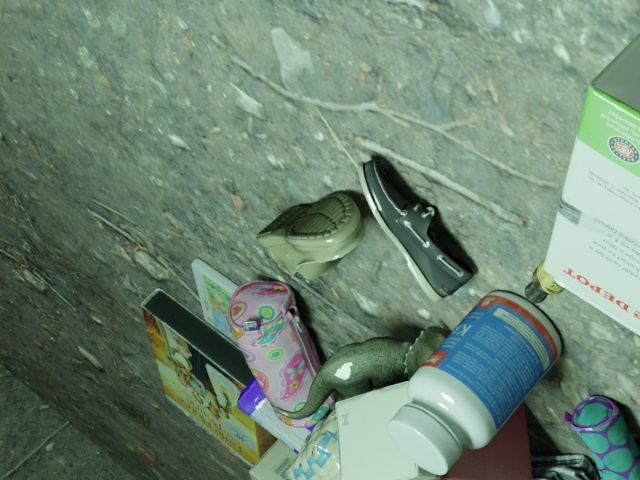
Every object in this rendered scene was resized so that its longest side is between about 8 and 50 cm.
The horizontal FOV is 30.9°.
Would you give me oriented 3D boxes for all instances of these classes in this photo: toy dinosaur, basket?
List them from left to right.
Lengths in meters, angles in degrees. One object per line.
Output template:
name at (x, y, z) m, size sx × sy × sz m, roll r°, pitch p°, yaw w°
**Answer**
toy dinosaur at (0.079, 0.182, 1.648) m, size 0.314 × 0.121 × 0.160 m, roll -4°, pitch 148°, yaw 13°
basket at (0.108, 0.399, 1.905) m, size 0.289 × 0.201 × 0.255 m, roll 42°, pitch 146°, yaw 2°

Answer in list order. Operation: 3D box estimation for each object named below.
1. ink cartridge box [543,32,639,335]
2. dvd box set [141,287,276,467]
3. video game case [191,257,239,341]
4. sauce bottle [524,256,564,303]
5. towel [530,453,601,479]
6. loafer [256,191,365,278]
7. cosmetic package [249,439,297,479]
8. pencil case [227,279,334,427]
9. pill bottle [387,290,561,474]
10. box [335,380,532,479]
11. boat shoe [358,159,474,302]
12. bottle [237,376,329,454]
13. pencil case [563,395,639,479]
ink cartridge box at (0.324, -0.029, 1.018) m, size 0.198 × 0.115 × 0.272 m, roll 35°, pitch 153°, yaw 22°
dvd box set at (-0.230, 0.307, 2.459) m, size 0.308 × 0.062 × 0.420 m, roll 35°, pitch 153°, yaw 21°
video game case at (-0.143, 0.144, 2.118) m, size 0.212 × 0.023 × 0.193 m, roll 33°, pitch 153°, yaw 24°
sauce bottle at (0.265, 0.038, 1.303) m, size 0.042 × 0.042 × 0.128 m, roll 41°, pitch 157°, yaw 9°
towel at (0.329, 0.424, 1.682) m, size 0.284 × 0.121 × 0.235 m, roll -16°, pitch 109°, yaw 51°
loafer at (0.000, 0.000, 1.596) m, size 0.092 × 0.102 × 0.268 m, roll 50°, pitch 164°, yaw -14°
cosmetic package at (-0.045, 0.577, 2.530) m, size 0.160 × 0.113 × 0.309 m, roll 31°, pitch 151°, yaw 28°
pencil case at (-0.062, 0.192, 1.954) m, size 0.124 × 0.124 × 0.284 m, roll 23°, pitch 146°, yaw 39°
pill bottle at (0.186, 0.176, 1.420) m, size 0.124 × 0.221 × 0.124 m, roll 35°, pitch 153°, yaw 21°
box at (0.155, 0.279, 1.568) m, size 0.232 × 0.126 × 0.149 m, roll 15°, pitch 153°, yaw -39°
boat shoe at (0.119, -0.021, 1.441) m, size 0.065 × 0.075 × 0.206 m, roll -28°, pitch 103°, yaw 20°
bottle at (-0.023, 0.355, 2.155) m, size 0.283 × 0.092 × 0.118 m, roll 39°, pitch -177°, yaw -2°
pencil case at (0.368, 0.268, 1.467) m, size 0.070 × 0.064 × 0.151 m, roll -12°, pitch 123°, yaw 32°
